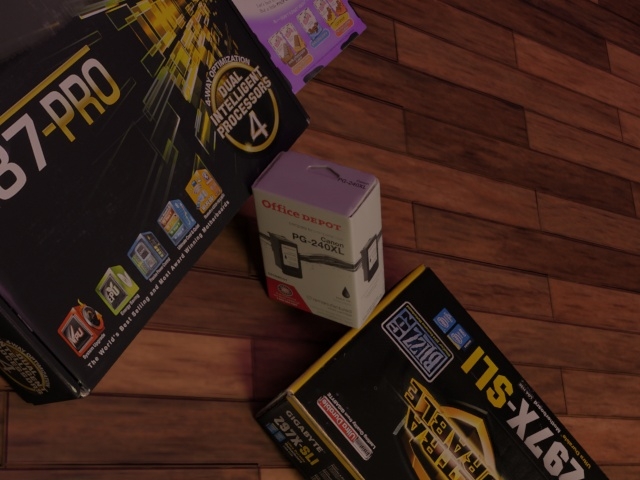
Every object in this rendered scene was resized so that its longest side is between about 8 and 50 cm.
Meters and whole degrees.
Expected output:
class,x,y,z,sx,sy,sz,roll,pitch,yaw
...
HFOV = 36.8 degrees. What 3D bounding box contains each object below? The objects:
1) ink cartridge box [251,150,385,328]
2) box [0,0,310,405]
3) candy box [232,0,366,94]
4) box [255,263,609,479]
class,x,y,z,sx,sy,sz,roll,pitch,yaw
ink cartridge box,0.000,0.000,0.928,0.063,0.109,0.150,-52,148,-38
box,-0.206,-0.110,0.826,0.318,0.097,0.395,54,48,-20
candy box,-0.064,-0.263,1.046,0.196,0.070,0.165,53,48,-13
box,0.127,0.217,0.983,0.322,0.079,0.257,50,45,3
